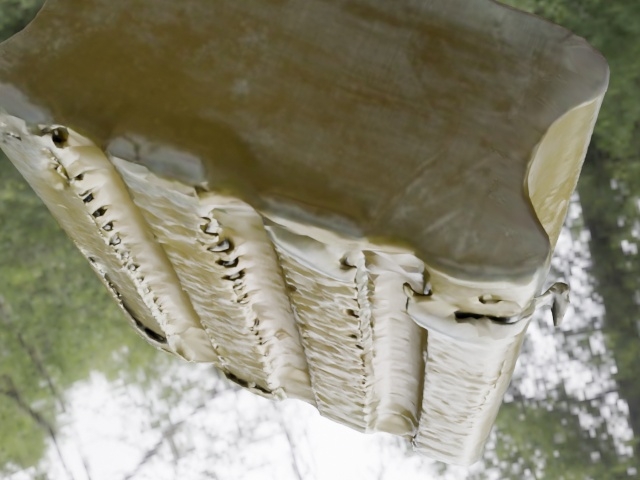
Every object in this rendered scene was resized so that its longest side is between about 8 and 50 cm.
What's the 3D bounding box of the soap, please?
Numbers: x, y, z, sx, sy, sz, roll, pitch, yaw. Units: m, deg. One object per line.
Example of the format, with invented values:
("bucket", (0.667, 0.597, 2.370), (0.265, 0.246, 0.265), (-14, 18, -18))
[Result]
("soap", (0.000, 0.000, 0.481), (0.173, 0.274, 0.089), (19, -107, 9))
